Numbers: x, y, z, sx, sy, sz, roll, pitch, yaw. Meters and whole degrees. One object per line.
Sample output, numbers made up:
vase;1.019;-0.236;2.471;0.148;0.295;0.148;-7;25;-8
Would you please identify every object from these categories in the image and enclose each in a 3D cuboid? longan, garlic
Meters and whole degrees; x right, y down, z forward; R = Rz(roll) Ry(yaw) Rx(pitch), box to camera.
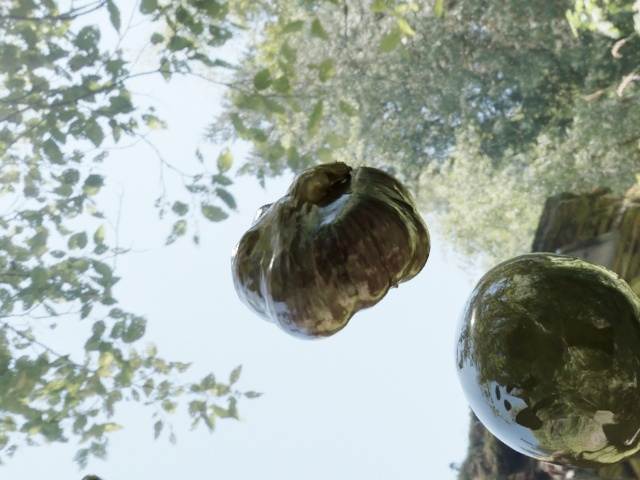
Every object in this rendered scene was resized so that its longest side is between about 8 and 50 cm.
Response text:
longan;0.417;0.203;1.055;0.404;0.336;0.405;25;-146;-18
garlic;0.000;0.000;0.663;0.245;0.244;0.161;-52;-57;-46

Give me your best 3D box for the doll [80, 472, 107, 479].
doll;-0.171;0.362;0.347;0.226;0.370;0.215;33;-175;-12
